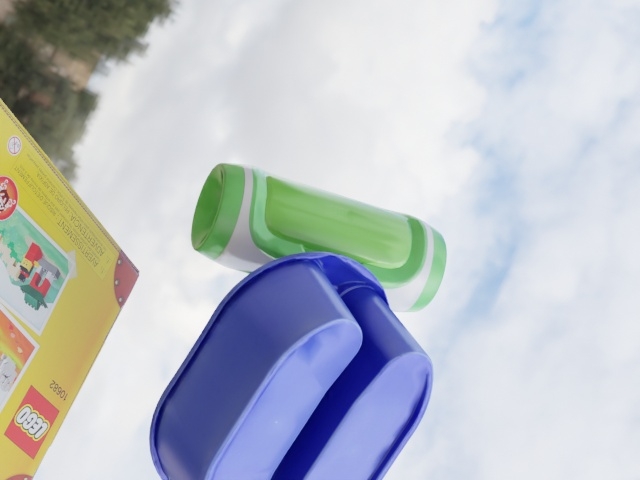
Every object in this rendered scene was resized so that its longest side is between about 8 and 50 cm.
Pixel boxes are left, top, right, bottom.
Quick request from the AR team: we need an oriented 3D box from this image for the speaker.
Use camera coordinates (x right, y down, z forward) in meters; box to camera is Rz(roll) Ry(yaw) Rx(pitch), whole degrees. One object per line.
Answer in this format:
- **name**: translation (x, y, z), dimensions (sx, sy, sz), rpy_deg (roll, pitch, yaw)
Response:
- **speaker**: translation (0.000, 0.000, 1.420), dimensions (0.131, 0.297, 0.131), rpy_deg (-50, -149, 46)

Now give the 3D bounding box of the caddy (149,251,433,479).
- **caddy**: translation (-0.039, 0.178, 1.307), dimensions (0.341, 0.241, 0.179), rpy_deg (-57, -145, 7)

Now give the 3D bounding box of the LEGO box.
- **LEGO box**: translation (-0.458, 0.040, 1.300), dimensions (0.193, 0.500, 0.372), rpy_deg (7, -123, 29)
